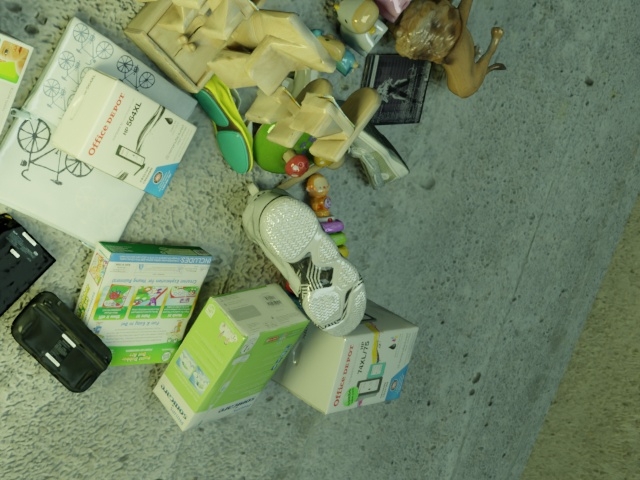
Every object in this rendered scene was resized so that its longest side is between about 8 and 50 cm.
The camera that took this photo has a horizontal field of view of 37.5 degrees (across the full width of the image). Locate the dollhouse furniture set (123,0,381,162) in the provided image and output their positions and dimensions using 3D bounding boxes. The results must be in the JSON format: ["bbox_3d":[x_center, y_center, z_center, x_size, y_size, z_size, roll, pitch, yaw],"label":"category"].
[{"bbox_3d":[-0.107,-0.367,1.542,0.256,0.394,0.362,-54,129,-11],"label":"dollhouse furniture set"}]

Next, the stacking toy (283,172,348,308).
[{"bbox_3d":[0.000,0.000,2.098,0.175,0.165,0.302,-8,102,-41],"label":"stacking toy"}]

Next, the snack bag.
[{"bbox_3d":[-0.398,-0.166,1.639,0.323,0.037,0.343,33,85,-51],"label":"snack bag"}]

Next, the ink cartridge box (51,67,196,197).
[{"bbox_3d":[-0.332,-0.179,1.607,0.203,0.086,0.148,27,90,-52],"label":"ink cartridge box"}]

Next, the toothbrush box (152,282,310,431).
[{"bbox_3d":[-0.184,0.238,1.939,0.206,0.122,0.283,-10,139,-51],"label":"toothbrush box"}]

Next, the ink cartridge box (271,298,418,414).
[{"bbox_3d":[0.057,0.267,2.242,0.270,0.197,0.198,-3,112,-46],"label":"ink cartridge box"}]

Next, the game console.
[{"bbox_3d":[-0.507,0.140,1.628,0.213,0.044,0.361,-48,125,-17],"label":"game console"}]

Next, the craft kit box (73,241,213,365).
[{"bbox_3d":[-0.351,0.125,1.817,0.249,0.061,0.247,5,111,-49],"label":"craft kit box"}]

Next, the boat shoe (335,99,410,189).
[{"bbox_3d":[0.093,-0.204,2.092,0.103,0.118,0.320,-37,150,12],"label":"boat shoe"}]

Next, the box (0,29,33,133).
[{"bbox_3d":[-0.581,-0.210,1.349,0.231,0.126,0.262,17,99,-52],"label":"box"}]

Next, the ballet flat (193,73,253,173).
[{"bbox_3d":[-0.171,-0.233,1.823,0.077,0.077,0.231,-57,141,-30],"label":"ballet flat"}]

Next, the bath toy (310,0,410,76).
[{"bbox_3d":[0.118,-0.509,1.949,0.348,0.129,0.151,-51,-177,-11],"label":"bath toy"}]

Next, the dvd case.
[{"bbox_3d":[0.171,-0.347,2.170,0.221,0.018,0.165,-10,119,-45],"label":"dvd case"}]

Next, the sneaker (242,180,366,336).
[{"bbox_3d":[-0.038,0.029,1.964,0.137,0.210,0.366,-36,123,-7],"label":"sneaker"}]

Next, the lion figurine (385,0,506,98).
[{"bbox_3d":[0.310,-0.433,2.161,0.392,0.142,0.240,42,64,-41],"label":"lion figurine"}]

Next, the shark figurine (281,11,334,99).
[{"bbox_3d":[-0.023,-0.341,1.891,0.166,0.116,0.278,-27,130,-38],"label":"shark figurine"}]

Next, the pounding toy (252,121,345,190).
[{"bbox_3d":[-0.027,-0.167,1.907,0.183,0.110,0.237,-34,150,-4],"label":"pounding toy"}]
